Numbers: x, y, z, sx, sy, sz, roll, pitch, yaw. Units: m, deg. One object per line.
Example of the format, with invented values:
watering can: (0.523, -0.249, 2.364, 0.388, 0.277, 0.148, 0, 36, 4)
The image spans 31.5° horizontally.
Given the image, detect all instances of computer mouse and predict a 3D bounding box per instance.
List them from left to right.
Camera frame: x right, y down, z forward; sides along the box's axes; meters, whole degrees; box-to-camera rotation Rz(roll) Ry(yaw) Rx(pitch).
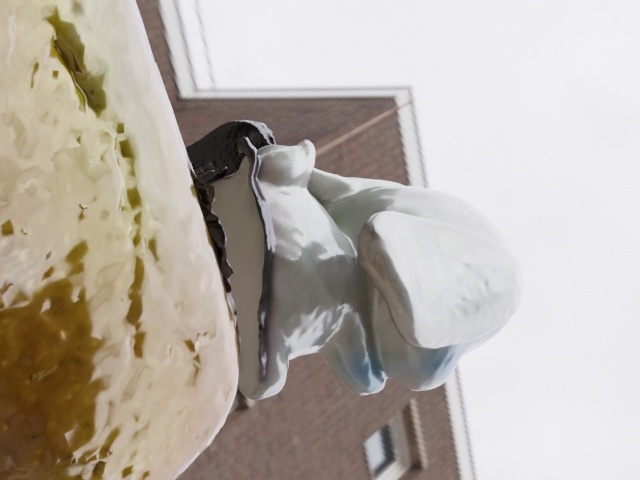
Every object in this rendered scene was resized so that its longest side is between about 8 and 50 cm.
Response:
computer mouse: (-0.155, -0.085, 1.569, 0.217, 0.073, 0.122, -28, -116, 3)

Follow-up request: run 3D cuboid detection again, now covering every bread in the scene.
bread: (-0.209, -0.040, 0.398, 0.328, 0.148, 0.337, 13, -47, 27)

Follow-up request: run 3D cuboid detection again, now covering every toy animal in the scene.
toy animal: (0.014, 0.016, 0.893, 0.249, 0.289, 0.174, 30, -73, 32)
